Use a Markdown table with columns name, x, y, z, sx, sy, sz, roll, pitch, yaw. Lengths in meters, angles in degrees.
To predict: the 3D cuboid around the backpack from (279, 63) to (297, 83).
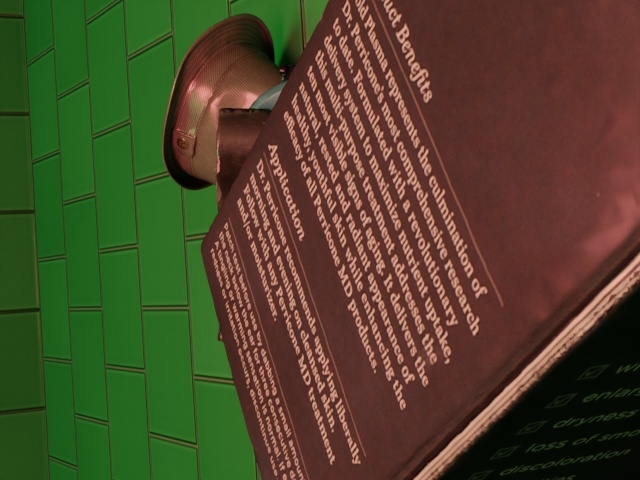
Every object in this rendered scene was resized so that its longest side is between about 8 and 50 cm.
| name | x | y | z | sx | sy | sz | roll | pitch | yaw |
| --- | --- | --- | --- | --- | --- | --- | --- | --- | --- |
| backpack | -0.002 | -0.171 | 1.584 | 0.084 | 0.105 | 0.114 | 49 | 139 | 50 |

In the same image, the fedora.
| name | x | y | z | sx | sy | sz | roll | pitch | yaw |
| --- | --- | --- | --- | --- | --- | --- | --- | --- | --- |
| fedora | -0.109 | -0.172 | 1.708 | 0.124 | 0.243 | 0.275 | 32 | 126 | 22 |

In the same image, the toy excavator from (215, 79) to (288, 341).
| name | x | y | z | sx | sy | sz | roll | pitch | yaw |
| --- | --- | --- | --- | --- | --- | --- | --- | --- | --- |
| toy excavator | 0.000 | 0.000 | 1.386 | 0.445 | 0.222 | 0.433 | -94 | 5 | -69 |

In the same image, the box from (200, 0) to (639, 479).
| name | x | y | z | sx | sy | sz | roll | pitch | yaw |
| --- | --- | --- | --- | --- | --- | --- | --- | --- | --- |
| box | 0.237 | -0.021 | 0.766 | 0.472 | 0.479 | 0.297 | -55 | 45 | 48 |
